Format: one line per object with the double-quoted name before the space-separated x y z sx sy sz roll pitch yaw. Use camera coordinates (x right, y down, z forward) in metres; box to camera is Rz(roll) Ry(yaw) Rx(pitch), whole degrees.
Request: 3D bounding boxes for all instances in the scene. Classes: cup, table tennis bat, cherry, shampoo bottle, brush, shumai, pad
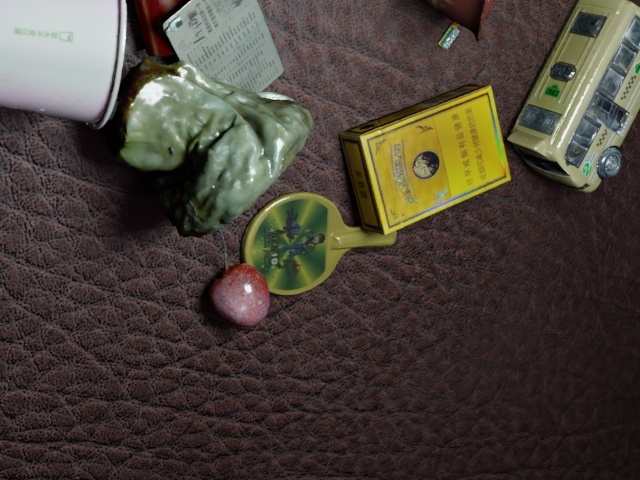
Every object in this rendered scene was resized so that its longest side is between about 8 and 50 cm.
"cup" -0.414 -0.279 1.370 0.273 0.253 0.253 1 112 -26
"table tennis bat" 0.000 0.000 1.908 0.320 0.050 0.199 -6 113 -28
"cherry" -0.168 0.062 1.803 0.107 0.090 0.225 -31 108 17
"shampoo bottle" -0.240 -0.409 1.525 0.102 0.064 0.260 -25 124 -24
"brush" 0.247 -0.391 1.898 0.018 0.021 0.083 31 92 -37
"shumai" -0.187 -0.178 1.581 0.263 0.309 0.304 44 50 -15
"pad" -0.144 -0.299 1.622 0.159 0.009 0.265 -43 149 -12

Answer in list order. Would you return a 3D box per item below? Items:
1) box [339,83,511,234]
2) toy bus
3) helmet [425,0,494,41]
"box" 0.199 -0.154 1.913 0.301 0.084 0.193 -24 108 -24
"toy bus" 0.529 -0.293 2.046 0.201 0.177 0.365 24 94 -36
"helmet" 0.228 -0.526 1.650 0.338 0.230 0.385 -64 174 -4
